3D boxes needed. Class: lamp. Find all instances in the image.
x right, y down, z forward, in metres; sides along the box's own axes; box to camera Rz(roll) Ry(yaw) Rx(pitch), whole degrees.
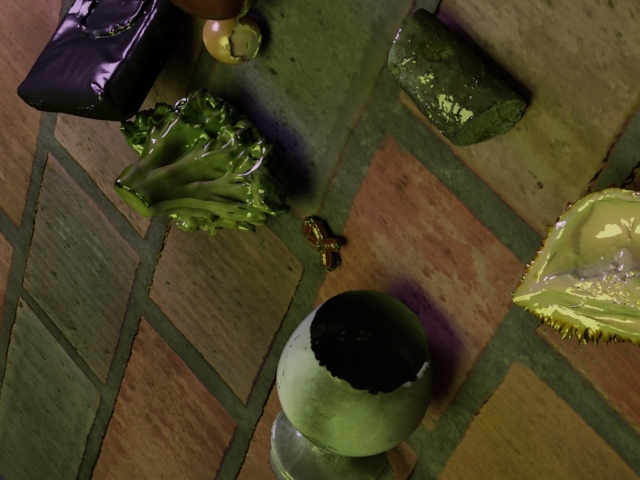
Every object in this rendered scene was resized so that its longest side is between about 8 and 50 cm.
[{"bbox_3d":[0.000,0.000,2.122,0.083,0.031,0.063,46,138,27],"label":"lamp"},{"bbox_3d":[-0.165,-0.399,1.984,0.223,0.215,0.151,22,116,13],"label":"lamp"}]

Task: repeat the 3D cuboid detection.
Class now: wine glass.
[{"bbox_3d":[0.043,0.229,2.048,0.238,0.238,0.323,46,150,22],"label":"wine glass"}]

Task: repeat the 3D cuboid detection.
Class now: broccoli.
[{"bbox_3d":[-0.198,-0.092,2.125,0.288,0.245,0.248,-5,116,57],"label":"broccoli"}]

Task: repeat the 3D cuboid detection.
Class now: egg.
[{"bbox_3d":[-0.131,-0.300,2.058,0.096,0.080,0.080,41,140,51],"label":"egg"}]

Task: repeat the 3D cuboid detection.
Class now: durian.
[{"bbox_3d":[0.364,0.034,1.624,0.250,0.138,0.183,-3,75,47],"label":"durian"}]

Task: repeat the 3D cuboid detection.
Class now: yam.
[{"bbox_3d":[0.160,-0.199,1.755,0.183,0.107,0.107,50,141,20],"label":"yam"}]

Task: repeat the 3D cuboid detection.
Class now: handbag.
[{"bbox_3d":[-0.340,-0.299,2.212,0.275,0.244,0.088,9,157,49],"label":"handbag"}]
